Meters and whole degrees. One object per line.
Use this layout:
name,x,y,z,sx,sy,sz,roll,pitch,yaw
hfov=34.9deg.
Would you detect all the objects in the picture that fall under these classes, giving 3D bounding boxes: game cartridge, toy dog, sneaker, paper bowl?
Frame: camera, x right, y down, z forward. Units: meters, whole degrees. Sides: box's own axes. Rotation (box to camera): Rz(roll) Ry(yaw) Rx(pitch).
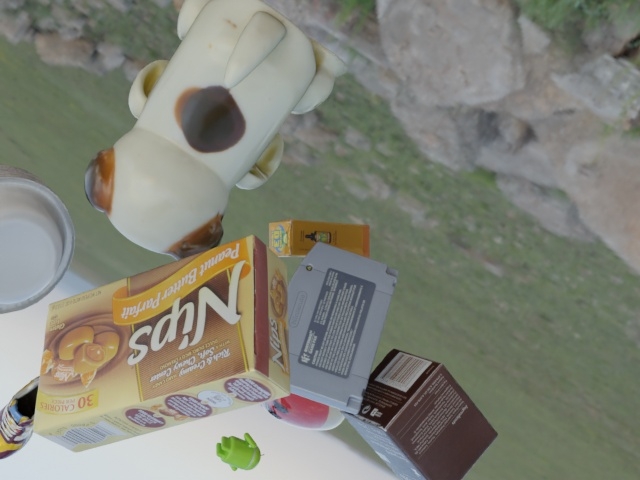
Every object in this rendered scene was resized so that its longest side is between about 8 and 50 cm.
game cartridge,0.017,0.156,1.897,0.198,0.297,0.062,17,153,3
toy dog,-0.162,-0.161,1.539,0.284,0.408,0.395,32,-171,-20
sneaker,-0.468,0.272,1.579,0.069,0.185,0.084,43,-171,8
paper bowl,-0.611,0.008,1.953,0.284,0.284,0.148,39,177,-40

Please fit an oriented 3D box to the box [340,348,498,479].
box,0.183,0.338,1.900,0.203,0.167,0.168,51,161,-22

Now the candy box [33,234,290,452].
candy box,-0.194,0.130,1.243,0.316,0.183,0.087,-18,144,21

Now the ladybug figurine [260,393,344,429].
ladybug figurine,-0.054,0.268,2.197,0.449,0.161,0.305,111,141,-64

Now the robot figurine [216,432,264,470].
robot figurine,-0.193,0.509,2.434,0.115,0.101,0.067,26,-155,-23

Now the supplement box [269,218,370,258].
supplement box,0.000,0.000,2.153,0.080,0.078,0.233,-2,175,45
